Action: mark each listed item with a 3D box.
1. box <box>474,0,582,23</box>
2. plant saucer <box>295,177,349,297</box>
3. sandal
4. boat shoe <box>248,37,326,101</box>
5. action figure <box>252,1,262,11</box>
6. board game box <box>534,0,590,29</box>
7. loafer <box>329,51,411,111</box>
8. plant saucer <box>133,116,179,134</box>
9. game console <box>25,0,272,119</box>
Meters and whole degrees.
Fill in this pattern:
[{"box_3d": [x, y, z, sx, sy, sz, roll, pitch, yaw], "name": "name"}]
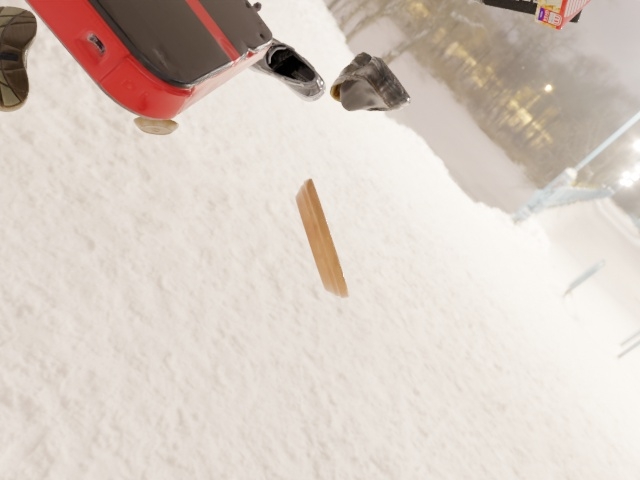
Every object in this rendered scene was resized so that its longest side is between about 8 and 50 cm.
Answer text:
[{"box_3d": [0.356, -0.447, 1.114, 0.180, 0.077, 0.147, 8, 26, -9], "name": "box"}, {"box_3d": [0.000, 0.000, 1.005, 0.200, 0.037, 0.200, -17, 90, -89], "name": "plant saucer"}, {"box_3d": [-0.400, -0.228, 0.798, 0.072, 0.049, 0.180, 3, 60, -28], "name": "sandal"}, {"box_3d": [-0.116, -0.471, 1.639, 0.301, 0.108, 0.102, 41, -3, 19], "name": "boat shoe"}, {"box_3d": [-0.158, -0.574, 1.351, 0.099, 0.185, 0.285, 27, 49, 38], "name": "action figure"}, {"box_3d": [0.369, -0.417, 0.878, 0.045, 0.147, 0.193, 32, -29, 28], "name": "board game box"}, {"box_3d": [0.051, -0.161, 0.687, 0.062, 0.061, 0.170, 50, 7, -18], "name": "loafer"}, {"box_3d": [-0.305, -0.211, 1.171, 0.083, 0.083, 0.015, 12, 78, -55], "name": "plant saucer"}, {"box_3d": [-0.230, -0.331, 0.695, 0.386, 0.060, 0.342, 52, 28, -14], "name": "game console"}]
